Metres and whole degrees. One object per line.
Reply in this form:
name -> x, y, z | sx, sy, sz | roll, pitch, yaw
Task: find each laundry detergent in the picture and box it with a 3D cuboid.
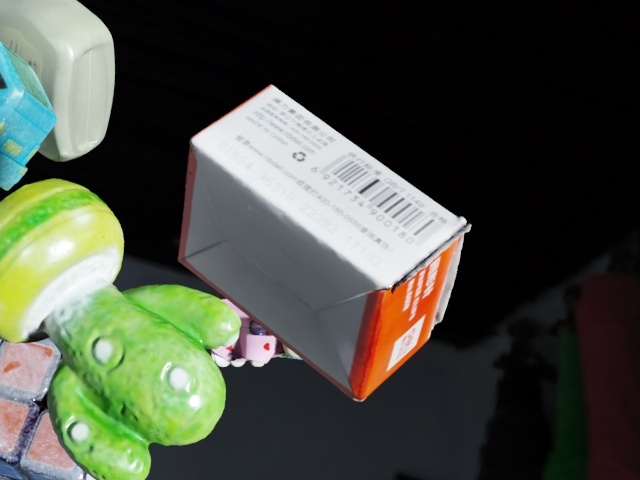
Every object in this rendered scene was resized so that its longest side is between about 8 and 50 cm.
laundry detergent -> -0.338, -0.193, 1.386 | 0.091, 0.253, 0.181 | -39, 145, -48

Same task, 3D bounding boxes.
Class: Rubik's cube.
Rubik's cube -> -0.436, 0.253, 2.092 | 0.301, 0.305, 0.304 | 86, 22, -63

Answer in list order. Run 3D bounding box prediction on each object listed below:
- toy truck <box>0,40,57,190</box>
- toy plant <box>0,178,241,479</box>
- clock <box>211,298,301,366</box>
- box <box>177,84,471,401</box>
toy truck -> -0.379, -0.156, 1.180 | 0.156, 0.279, 0.155 | -49, 170, -3
toy plant -> -0.224, 0.094, 1.382 | 0.224, 0.316, 0.184 | -39, 163, -15
clock -> -0.035, 0.121, 1.818 | 0.194, 0.195, 0.100 | 8, 79, -64
box -> 0.000, 0.000, 0.894 | 0.099, 0.182, 0.133 | -39, 153, -33
